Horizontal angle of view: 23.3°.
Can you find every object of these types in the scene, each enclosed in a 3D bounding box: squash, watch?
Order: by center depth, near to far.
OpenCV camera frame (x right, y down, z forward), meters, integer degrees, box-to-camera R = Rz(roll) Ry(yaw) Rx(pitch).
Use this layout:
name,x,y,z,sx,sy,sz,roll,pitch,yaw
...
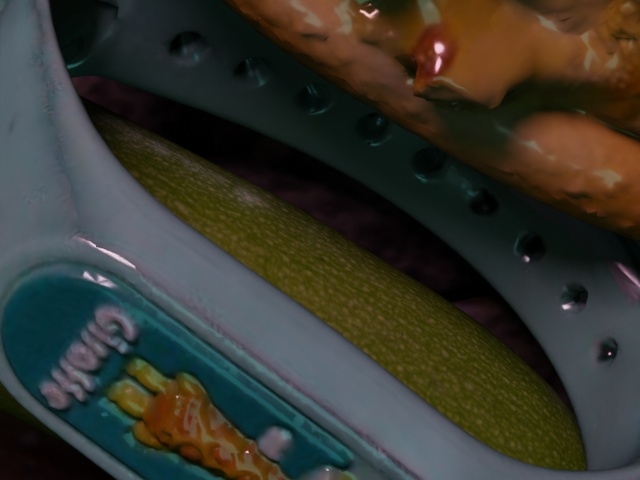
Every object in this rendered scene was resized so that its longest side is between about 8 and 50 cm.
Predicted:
name,x,y,z,sx,sy,sz,roll,pitch,yaw
watch,0.000,0.000,0.433,0.237,0.195,0.068,35,125,-5
squash,-0.066,0.017,0.505,0.395,0.107,0.107,27,126,-12

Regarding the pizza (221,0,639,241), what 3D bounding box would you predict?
name,x,y,z,sx,sy,sz,roll,pitch,yaw
pizza,0.080,-0.109,0.382,0.323,0.089,0.223,32,117,-20
